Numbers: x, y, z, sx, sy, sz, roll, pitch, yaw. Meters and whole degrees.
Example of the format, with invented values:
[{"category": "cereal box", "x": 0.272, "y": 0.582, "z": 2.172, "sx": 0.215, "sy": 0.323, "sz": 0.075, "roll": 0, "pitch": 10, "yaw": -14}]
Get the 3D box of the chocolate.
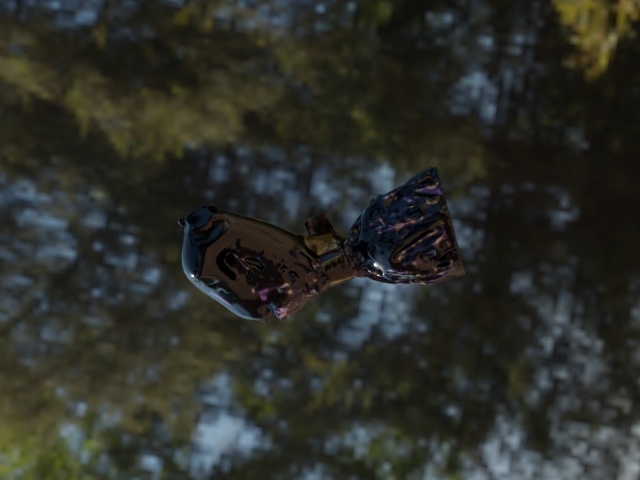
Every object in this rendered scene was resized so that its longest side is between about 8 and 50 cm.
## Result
[{"category": "chocolate", "x": 0.001, "y": 0.003, "z": 1.052, "sx": 0.070, "sy": 0.147, "sz": 0.072, "roll": -77, "pitch": -21, "yaw": -73}]
